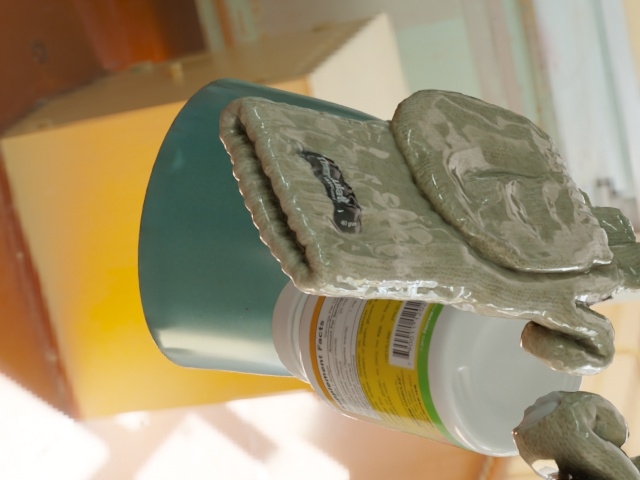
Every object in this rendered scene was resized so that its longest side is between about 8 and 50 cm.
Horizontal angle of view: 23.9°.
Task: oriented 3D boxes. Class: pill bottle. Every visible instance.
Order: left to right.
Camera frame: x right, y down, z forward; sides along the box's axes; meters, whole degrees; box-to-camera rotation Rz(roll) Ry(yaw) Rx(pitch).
[{"bbox_3d":[0.069,0.076,1.147,0.136,0.246,0.136,-3,95,-34],"label":"pill bottle"}]

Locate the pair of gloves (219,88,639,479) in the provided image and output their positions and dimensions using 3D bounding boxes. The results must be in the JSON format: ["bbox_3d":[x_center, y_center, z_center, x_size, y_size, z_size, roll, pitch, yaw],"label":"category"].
[{"bbox_3d":[0.082,0.052,0.510,0.204,0.042,0.240,-8,59,-48],"label":"pair of gloves"}]

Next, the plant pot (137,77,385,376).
[{"bbox_3d":[0.000,0.000,1.462,0.293,0.235,0.293,9,90,-67],"label":"plant pot"}]
